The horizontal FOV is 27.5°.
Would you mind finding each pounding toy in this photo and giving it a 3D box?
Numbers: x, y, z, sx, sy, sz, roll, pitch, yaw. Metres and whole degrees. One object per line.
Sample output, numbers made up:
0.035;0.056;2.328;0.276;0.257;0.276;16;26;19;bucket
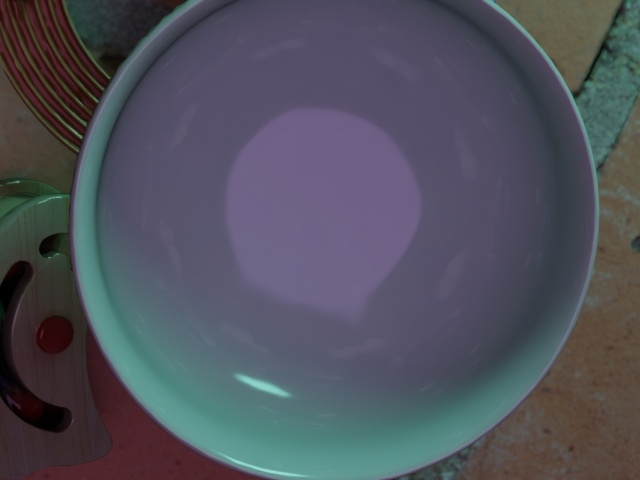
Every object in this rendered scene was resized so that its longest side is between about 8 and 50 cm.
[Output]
-0.244;0.035;0.980;0.154;0.155;0.269;-30;120;-34;pounding toy

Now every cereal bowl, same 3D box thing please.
0.004;-0.018;0.871;0.339;0.141;0.339;-1;102;-7;cereal bowl

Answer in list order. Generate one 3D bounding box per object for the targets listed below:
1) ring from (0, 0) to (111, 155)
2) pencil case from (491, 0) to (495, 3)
-0.071;-0.190;0.911;0.336;0.032;0.337;-1;103;-6;ring
0.089;-0.165;0.994;0.086;0.088;0.206;8;101;-15;pencil case
